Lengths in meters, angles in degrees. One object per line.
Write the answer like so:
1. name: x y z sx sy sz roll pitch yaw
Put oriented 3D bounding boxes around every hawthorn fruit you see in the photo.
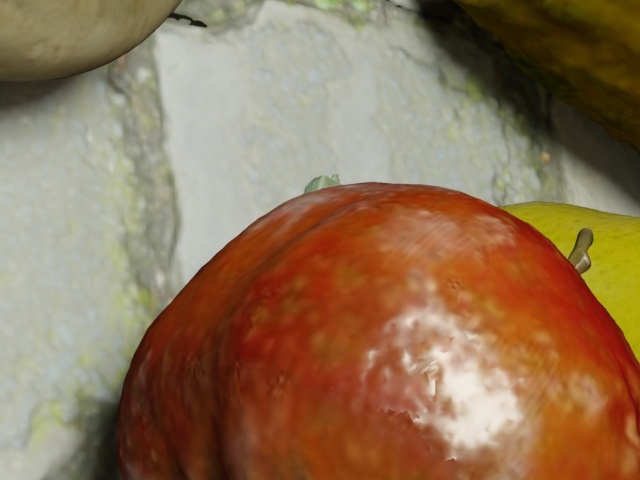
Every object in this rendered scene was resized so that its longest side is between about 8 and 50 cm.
1. hawthorn fruit: 0.051 0.073 0.862 0.242 0.242 0.272 51 47 -9

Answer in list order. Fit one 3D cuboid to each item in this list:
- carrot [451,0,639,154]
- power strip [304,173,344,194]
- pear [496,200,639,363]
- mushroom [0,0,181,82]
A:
1. carrot: 0.236 -0.152 1.099 0.340 0.241 0.241 31 55 -21
2. power strip: 0.000 0.000 0.994 0.027 0.017 0.083 29 57 -27
3. pear: 0.183 0.084 0.998 0.267 0.178 0.267 18 61 -36
4. mushroom: -0.126 -0.177 0.852 0.204 0.204 0.204 16 62 -32
